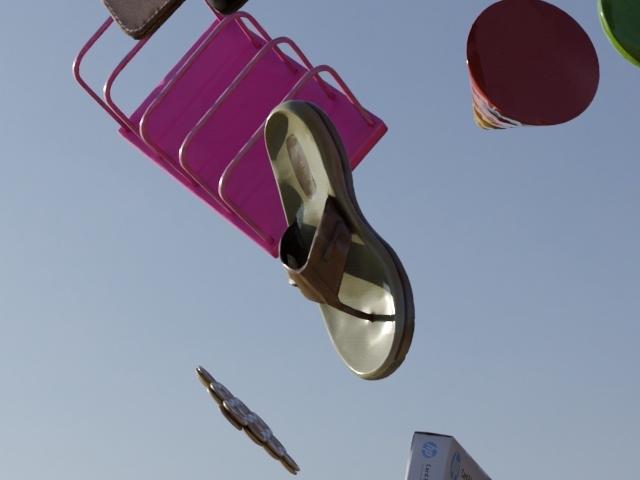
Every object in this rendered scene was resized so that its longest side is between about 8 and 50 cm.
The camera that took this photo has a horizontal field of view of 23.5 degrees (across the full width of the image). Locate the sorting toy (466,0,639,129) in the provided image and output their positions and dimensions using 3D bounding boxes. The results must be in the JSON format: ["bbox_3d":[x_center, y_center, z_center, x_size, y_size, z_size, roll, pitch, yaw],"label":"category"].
[{"bbox_3d":[0.271,-0.176,1.406,0.365,0.127,0.126,-23,-13,-23],"label":"sorting toy"}]

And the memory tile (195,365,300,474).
[{"bbox_3d":[-0.083,0.204,1.736,0.012,0.113,0.148,-43,-49,-1],"label":"memory tile"}]

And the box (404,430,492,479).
[{"bbox_3d":[0.094,0.267,1.262,0.038,0.186,0.145,3,-22,22],"label":"box"}]

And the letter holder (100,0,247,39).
[{"bbox_3d":[-0.114,-0.330,1.275,0.214,0.302,0.152,-39,-20,30],"label":"letter holder"}]

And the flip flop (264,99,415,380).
[{"bbox_3d":[0.000,0.000,1.392,0.080,0.277,0.112,-8,-18,-41],"label":"flip flop"}]

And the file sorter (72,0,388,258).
[{"bbox_3d":[-0.114,-0.164,1.777,0.202,0.290,0.182,-50,-32,-5],"label":"file sorter"}]
